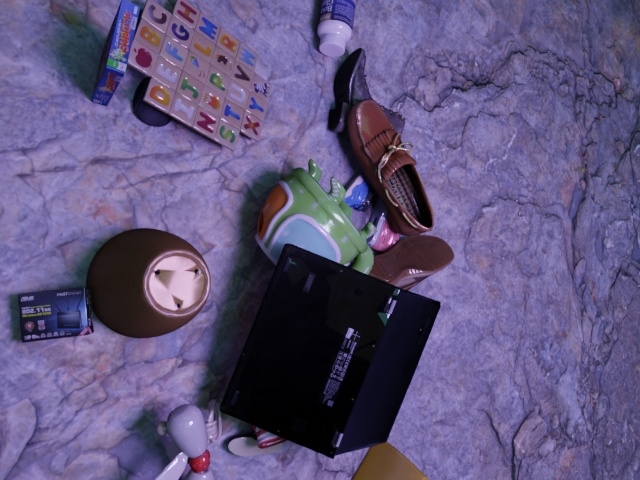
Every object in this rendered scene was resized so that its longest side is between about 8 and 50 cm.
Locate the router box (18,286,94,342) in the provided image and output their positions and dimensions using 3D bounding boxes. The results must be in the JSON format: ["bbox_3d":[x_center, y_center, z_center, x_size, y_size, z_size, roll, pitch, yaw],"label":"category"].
[{"bbox_3d":[-0.502,0.140,0.935,0.122,0.038,0.092,-6,88,-10],"label":"router box"}]

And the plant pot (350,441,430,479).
[{"bbox_3d":[0.213,0.680,1.272,0.212,0.187,0.212,48,64,-20],"label":"plant pot"}]

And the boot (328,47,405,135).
[{"bbox_3d":[0.145,-0.375,1.377,0.228,0.091,0.263,15,89,-31],"label":"boot"}]

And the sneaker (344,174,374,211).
[{"bbox_3d":[0.091,-0.101,1.332,0.084,0.058,0.152,46,58,-11],"label":"sneaker"}]

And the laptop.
[{"bbox_3d":[0.047,0.257,1.126,0.407,0.236,0.382,22,89,1],"label":"laptop"}]

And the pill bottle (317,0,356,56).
[{"bbox_3d":[0.042,-0.589,1.319,0.094,0.094,0.170,14,79,-30],"label":"pill bottle"}]

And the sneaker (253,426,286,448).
[{"bbox_3d":[-0.081,0.406,1.171,0.221,0.087,0.128,19,40,-57],"label":"sneaker"}]

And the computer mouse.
[{"bbox_3d":[-0.359,-0.396,1.076,0.184,0.060,0.262,32,70,-27],"label":"computer mouse"}]

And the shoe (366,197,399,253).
[{"bbox_3d":[0.188,-0.051,1.390,0.081,0.063,0.178,30,76,-28],"label":"shoe"}]

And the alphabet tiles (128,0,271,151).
[{"bbox_3d":[-0.259,-0.378,1.119,0.342,0.011,0.285,26,64,-37],"label":"alphabet tiles"}]

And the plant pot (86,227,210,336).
[{"bbox_3d":[-0.313,0.081,0.955,0.237,0.254,0.237,3,83,-31],"label":"plant pot"}]

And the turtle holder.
[{"bbox_3d":[-0.012,-0.014,1.182,0.227,0.243,0.320,-41,140,0],"label":"turtle holder"}]

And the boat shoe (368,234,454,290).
[{"bbox_3d":[0.220,0.086,1.371,0.341,0.123,0.123,-22,66,-28],"label":"boat shoe"}]

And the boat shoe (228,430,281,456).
[{"bbox_3d":[-0.157,0.472,1.147,0.132,0.042,0.049,12,101,-31],"label":"boat shoe"}]

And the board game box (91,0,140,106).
[{"bbox_3d":[-0.405,-0.360,0.962,0.035,0.201,0.136,14,80,-30],"label":"board game box"}]

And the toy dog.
[{"bbox_3d":[-0.289,0.501,0.996,0.160,0.220,0.334,-7,81,-1],"label":"toy dog"}]

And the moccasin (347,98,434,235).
[{"bbox_3d":[0.187,-0.189,1.277,0.139,0.147,0.380,-22,94,-21],"label":"moccasin"}]
